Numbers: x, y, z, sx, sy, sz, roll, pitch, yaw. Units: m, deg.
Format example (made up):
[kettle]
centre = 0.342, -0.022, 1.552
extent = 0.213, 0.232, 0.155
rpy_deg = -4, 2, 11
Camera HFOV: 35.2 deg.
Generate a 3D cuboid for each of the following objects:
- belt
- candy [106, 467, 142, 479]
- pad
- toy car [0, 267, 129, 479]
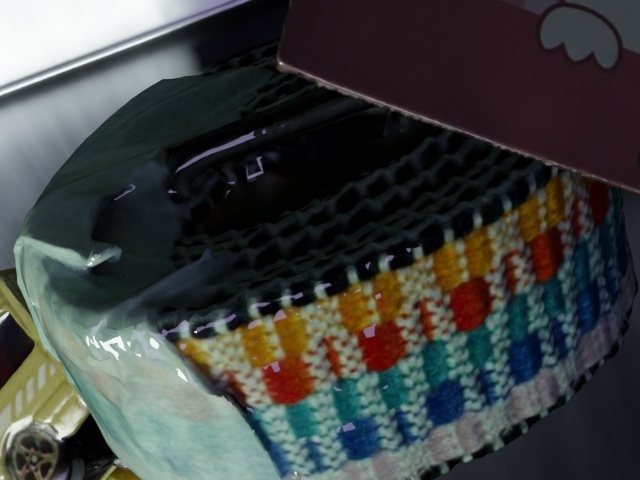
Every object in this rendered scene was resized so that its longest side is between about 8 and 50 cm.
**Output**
[belt]
centre = 0.000, 0.000, 0.435
extent = 0.258, 0.207, 0.150
rpy_deg = -20, 123, 0
[candy]
centre = -0.172, 0.112, 0.645
extent = 0.202, 0.061, 0.061
rpy_deg = 40, 122, -12
[pad]
centre = 0.152, -0.100, 0.367
extent = 0.300, 0.202, 0.005
rpy_deg = 19, 163, -7
[toy car]
centre = -0.195, 0.135, 0.578
extent = 0.124, 0.101, 0.256
rpy_deg = 47, 107, 18
